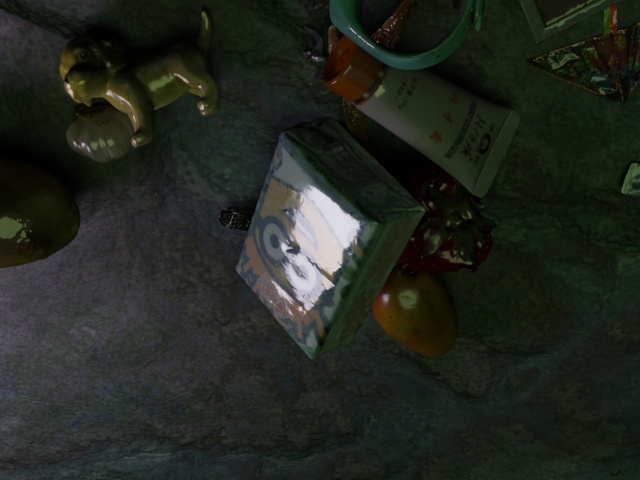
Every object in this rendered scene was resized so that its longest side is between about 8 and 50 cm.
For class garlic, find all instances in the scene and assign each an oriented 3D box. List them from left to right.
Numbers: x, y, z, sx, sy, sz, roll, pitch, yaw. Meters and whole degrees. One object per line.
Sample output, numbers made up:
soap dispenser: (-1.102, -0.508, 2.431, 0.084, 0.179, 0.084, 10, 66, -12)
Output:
garlic: (-0.329, -0.159, 1.251, 0.113, 0.074, 0.094, -14, 121, -8)

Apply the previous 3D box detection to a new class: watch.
watch: (0.112, -0.336, 1.018, 0.195, 0.237, 0.068, 8, 175, 15)

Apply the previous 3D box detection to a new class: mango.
mango: (0.172, 0.132, 1.475, 0.138, 0.113, 0.253, -21, 135, 13)

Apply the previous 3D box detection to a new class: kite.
kite: (0.417, -0.269, 1.188, 0.241, 0.014, 0.183, -11, 129, 12)

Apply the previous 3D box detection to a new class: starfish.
starfish: (0.092, -0.236, 1.200, 0.138, 0.050, 0.247, -11, 137, 9)

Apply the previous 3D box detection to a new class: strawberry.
strawberry: (0.171, -0.032, 1.304, 0.186, 0.184, 0.201, 31, 153, -29)

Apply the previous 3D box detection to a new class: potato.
potato: (-0.537, -0.046, 1.285, 0.307, 0.173, 0.210, 7, 129, -2)

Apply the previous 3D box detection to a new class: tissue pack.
tissue pack: (0.000, 0.000, 1.281, 0.128, 0.228, 0.311, -18, 145, -39)

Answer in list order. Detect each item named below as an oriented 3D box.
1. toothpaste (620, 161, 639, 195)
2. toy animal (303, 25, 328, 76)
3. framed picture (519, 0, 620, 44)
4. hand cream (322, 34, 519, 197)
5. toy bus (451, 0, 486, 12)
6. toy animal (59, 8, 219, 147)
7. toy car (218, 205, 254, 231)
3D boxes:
toothpaste: (0.589, -0.084, 1.334, 0.197, 0.035, 0.057, 10, 114, -6)
toy animal: (-0.006, -0.265, 1.175, 0.028, 0.050, 0.084, -20, 132, -5)
framed picture: (0.358, -0.402, 0.990, 0.293, 0.018, 0.231, -25, 124, 13)
hand cream: (0.146, -0.179, 1.161, 0.314, 0.089, 0.140, 23, 91, -28)
toy bus: (0.225, -0.373, 1.062, 0.074, 0.070, 0.162, 36, 121, -26)
toy animal: (-0.253, -0.222, 1.162, 0.233, 0.121, 0.169, -12, 98, 1)
toy car: (-0.128, -0.036, 1.386, 0.093, 0.025, 0.041, 15, 128, -17)
